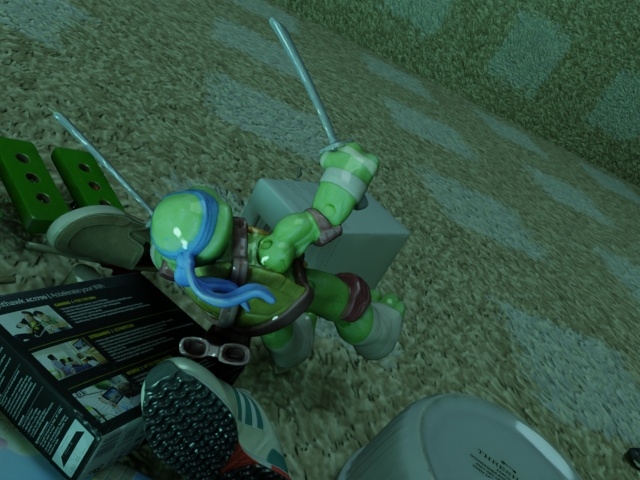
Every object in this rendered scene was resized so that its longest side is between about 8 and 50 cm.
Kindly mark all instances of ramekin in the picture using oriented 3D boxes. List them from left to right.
[{"bbox_3d":[0.118,0.215,0.480,0.207,0.109,0.207,24,27,-13],"label":"ramekin"}]

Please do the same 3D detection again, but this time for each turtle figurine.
[{"bbox_3d":[-0.039,-0.012,0.523,0.275,0.198,0.266,55,1,41],"label":"turtle figurine"}]

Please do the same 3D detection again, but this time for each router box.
[{"bbox_3d":[-0.155,0.087,0.467,0.133,0.046,0.179,38,16,16],"label":"router box"}]

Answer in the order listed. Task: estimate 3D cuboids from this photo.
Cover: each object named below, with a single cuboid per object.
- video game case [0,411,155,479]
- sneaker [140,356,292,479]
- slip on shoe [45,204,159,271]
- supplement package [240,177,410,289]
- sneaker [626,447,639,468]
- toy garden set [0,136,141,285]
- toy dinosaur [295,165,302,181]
[{"bbox_3d":[-0.232,0.152,0.328,0.285,0.025,0.204,29,26,-2],"label":"video game case"},{"bbox_3d":[-0.074,0.126,0.441,0.161,0.057,0.075,58,2,-35],"label":"sneaker"},{"bbox_3d":[-0.174,0.005,0.554,0.041,0.051,0.135,49,15,27],"label":"slip on shoe"},{"bbox_3d":[0.000,0.000,0.749,0.179,0.105,0.105,-1,38,-46],"label":"supplement package"},{"bbox_3d":[0.418,0.267,0.781,0.083,0.035,0.031,17,28,-25],"label":"sneaker"},{"bbox_3d":[-0.273,-0.007,0.540,0.244,0.049,0.204,3,45,-56],"label":"toy garden set"},{"bbox_3d":[-0.047,-0.062,0.914,0.082,0.047,0.090,19,60,-41],"label":"toy dinosaur"}]
